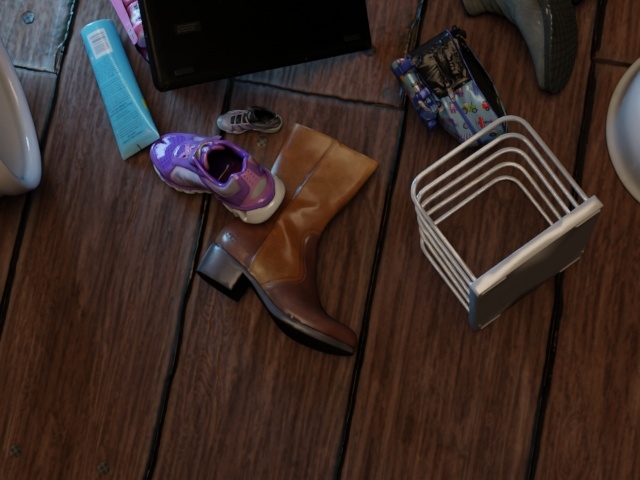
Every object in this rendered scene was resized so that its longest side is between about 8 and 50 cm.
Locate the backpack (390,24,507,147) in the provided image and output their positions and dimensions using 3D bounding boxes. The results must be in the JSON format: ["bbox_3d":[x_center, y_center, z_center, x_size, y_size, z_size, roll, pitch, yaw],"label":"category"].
[{"bbox_3d":[0.192,-0.204,1.735,0.117,0.158,0.173,-31,90,7],"label":"backpack"}]

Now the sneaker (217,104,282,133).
[{"bbox_3d":[-0.108,-0.184,1.792,0.098,0.069,0.038,-2,79,4],"label":"sneaker"}]

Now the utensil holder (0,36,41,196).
[{"bbox_3d":[-0.639,-0.160,1.709,0.386,0.327,0.327,-20,79,4],"label":"utensil holder"}]

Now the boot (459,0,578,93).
[{"bbox_3d":[0.284,-0.340,1.780,0.161,0.083,0.246,7,117,39],"label":"boot"}]

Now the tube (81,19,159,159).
[{"bbox_3d":[-0.304,-0.231,1.825,0.080,0.052,0.207,-29,77,38],"label":"tube"}]

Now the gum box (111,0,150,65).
[{"bbox_3d":[-0.248,-0.315,1.767,0.062,0.188,0.107,-28,78,1],"label":"gum box"}]

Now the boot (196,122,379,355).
[{"bbox_3d":[0.000,0.000,1.758,0.264,0.096,0.280,31,76,17],"label":"boot"}]

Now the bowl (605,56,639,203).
[{"bbox_3d":[0.559,-0.168,1.704,0.298,0.134,0.297,-1,80,5],"label":"bowl"}]

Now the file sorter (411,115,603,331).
[{"bbox_3d":[0.239,-0.020,1.633,0.193,0.277,0.173,-35,75,-2],"label":"file sorter"}]

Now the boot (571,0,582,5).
[{"bbox_3d":[0.447,-0.411,1.782,0.207,0.094,0.246,-39,98,13],"label":"boot"}]

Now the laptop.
[{"bbox_3d":[-0.166,-0.446,1.764,0.382,0.236,0.407,-18,104,-35],"label":"laptop"}]

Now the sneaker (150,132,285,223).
[{"bbox_3d":[-0.160,-0.112,1.736,0.236,0.104,0.095,25,75,34],"label":"sneaker"}]
